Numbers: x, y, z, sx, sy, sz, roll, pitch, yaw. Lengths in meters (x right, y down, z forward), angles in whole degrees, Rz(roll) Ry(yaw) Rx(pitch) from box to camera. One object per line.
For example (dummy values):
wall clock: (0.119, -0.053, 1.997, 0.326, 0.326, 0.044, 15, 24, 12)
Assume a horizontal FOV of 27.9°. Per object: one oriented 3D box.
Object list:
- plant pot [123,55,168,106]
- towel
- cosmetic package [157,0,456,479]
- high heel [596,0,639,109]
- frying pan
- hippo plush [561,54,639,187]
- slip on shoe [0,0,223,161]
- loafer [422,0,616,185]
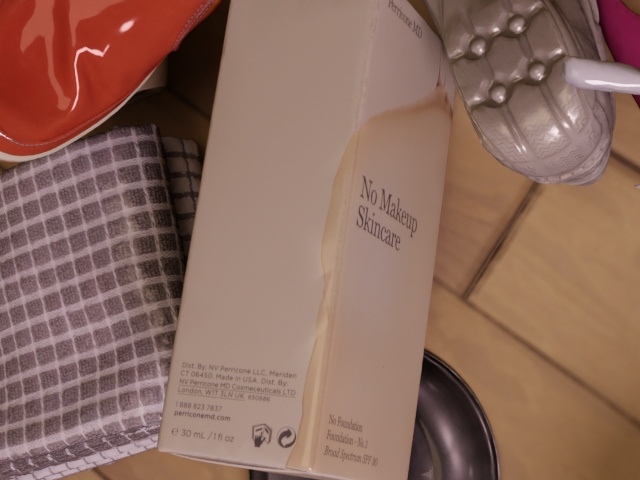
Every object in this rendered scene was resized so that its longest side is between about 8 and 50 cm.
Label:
plant pot: (-0.221, -0.227, 0.976, 0.257, 0.256, 0.274, -17, 94, 24)
towel: (-0.210, 0.061, 0.998, 0.284, 0.121, 0.235, -20, 77, 24)
cosmetic package: (0.000, 0.000, 0.851, 0.113, 0.160, 0.309, 4, 79, 26)
high heel: (0.198, -0.230, 0.782, 0.127, 0.181, 0.377, -16, 79, 24)
frying pan: (0.001, 0.224, 0.925, 0.197, 0.053, 0.326, 30, 96, 26)
hippo plush: (0.346, -0.111, 0.705, 0.294, 0.234, 0.236, 7, 61, 46)
slip on shoe: (-0.114, -0.181, 0.859, 0.331, 0.101, 0.123, -42, 109, -9)
loafer: (0.118, -0.178, 0.861, 0.112, 0.111, 0.319, -22, 63, 23)
